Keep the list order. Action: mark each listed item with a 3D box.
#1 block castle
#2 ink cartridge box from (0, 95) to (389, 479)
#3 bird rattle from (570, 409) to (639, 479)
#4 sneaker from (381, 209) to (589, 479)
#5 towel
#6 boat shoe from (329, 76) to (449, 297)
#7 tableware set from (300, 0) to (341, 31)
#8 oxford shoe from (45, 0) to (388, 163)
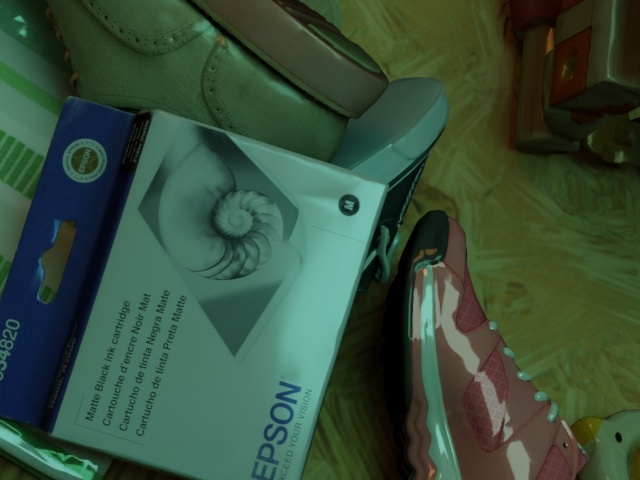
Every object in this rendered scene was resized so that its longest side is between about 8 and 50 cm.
[{"bbox_3d":[0.362,-0.189,1.416,0.303,0.453,0.213,13,73,-23],"label":"block castle"},{"bbox_3d":[-0.092,0.035,1.192,0.224,0.045,0.223,16,83,1],"label":"ink cartridge box"},{"bbox_3d":[0.285,0.217,1.412,0.253,0.143,0.207,2,54,-31],"label":"bird rattle"},{"bbox_3d":[0.121,0.133,1.340,0.136,0.116,0.314,-3,80,-7],"label":"sneaker"},{"bbox_3d":[-0.188,-0.012,1.290,0.248,0.038,0.325,32,59,-13],"label":"towel"},{"bbox_3d":[0.003,0.000,1.332,0.306,0.113,0.105,-51,128,-37],"label":"boat shoe"},{"bbox_3d":[-0.076,-0.183,1.415,0.194,0.039,0.128,18,65,-22],"label":"tableware set"},{"bbox_3d":[-0.150,-0.168,1.277,0.397,0.146,0.140,37,12,13],"label":"oxford shoe"}]
